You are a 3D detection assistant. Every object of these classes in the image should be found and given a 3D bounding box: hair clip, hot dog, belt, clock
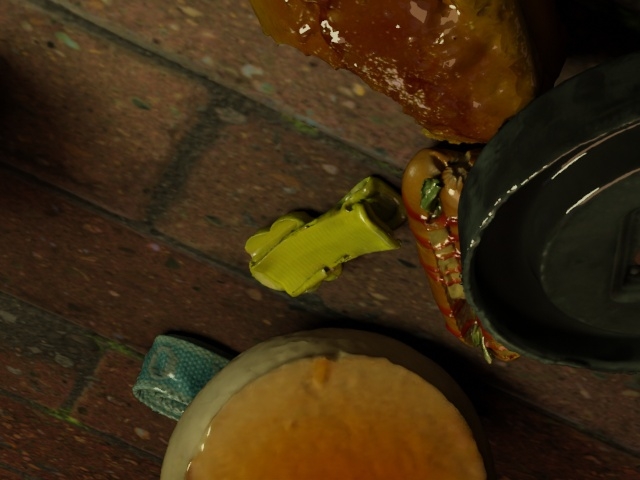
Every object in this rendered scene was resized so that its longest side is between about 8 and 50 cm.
[{"bbox_3d":[0.000,0.000,1.180,0.072,0.046,0.173,40,145,-14],"label":"hair clip"},{"bbox_3d":[0.122,0.024,1.120,0.104,0.076,0.250,7,146,20],"label":"hot dog"},{"bbox_3d":[-0.031,0.175,1.462,0.302,0.072,0.087,23,153,-6],"label":"belt"},{"bbox_3d":[0.218,-0.014,0.917,0.281,0.055,0.280,-4,144,-3],"label":"clock"}]

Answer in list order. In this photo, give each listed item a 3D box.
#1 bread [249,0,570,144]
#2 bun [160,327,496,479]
[{"bbox_3d":[0.003,-0.183,0.815,0.185,0.109,0.380,2,149,28],"label":"bread"},{"bbox_3d":[0.000,0.219,1.344,0.299,0.299,0.165,26,180,-11],"label":"bun"}]
